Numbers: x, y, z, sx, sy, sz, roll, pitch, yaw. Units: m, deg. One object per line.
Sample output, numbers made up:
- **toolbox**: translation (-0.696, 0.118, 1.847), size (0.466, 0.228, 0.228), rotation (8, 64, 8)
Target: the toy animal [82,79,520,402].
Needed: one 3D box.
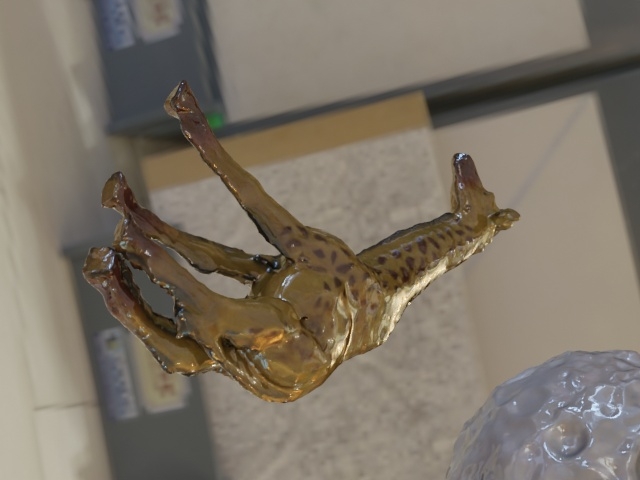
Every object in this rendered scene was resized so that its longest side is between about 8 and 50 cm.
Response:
- **toy animal**: translation (0.002, 0.009, 0.830), size (0.275, 0.054, 0.149), rotation (8, 65, -38)

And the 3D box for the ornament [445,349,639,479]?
- **ornament**: translation (0.271, 0.276, 1.650), size (0.337, 0.337, 0.337), rotation (30, 54, -51)
